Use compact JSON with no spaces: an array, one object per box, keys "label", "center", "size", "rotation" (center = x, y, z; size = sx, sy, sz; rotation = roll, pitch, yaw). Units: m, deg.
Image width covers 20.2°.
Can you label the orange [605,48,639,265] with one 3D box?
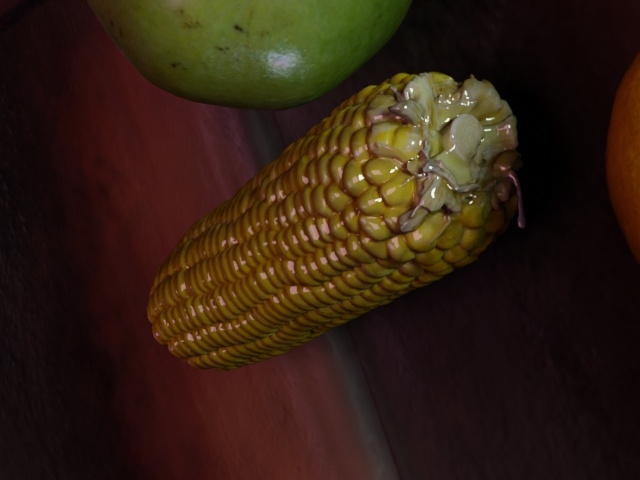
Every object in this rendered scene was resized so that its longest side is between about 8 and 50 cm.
[{"label":"orange","center":[0.194,-0.034,0.729],"size":[0.156,0.124,0.156],"rotation":[-5,83,41]}]

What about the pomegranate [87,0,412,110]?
[{"label":"pomegranate","center":[-0.039,-0.138,0.938],"size":[0.179,0.179,0.210],"rotation":[41,150,34]}]

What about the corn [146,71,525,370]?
[{"label":"corn","center":[0.000,0.000,0.981],"size":[0.305,0.106,0.106],"rotation":[-34,75,53]}]
